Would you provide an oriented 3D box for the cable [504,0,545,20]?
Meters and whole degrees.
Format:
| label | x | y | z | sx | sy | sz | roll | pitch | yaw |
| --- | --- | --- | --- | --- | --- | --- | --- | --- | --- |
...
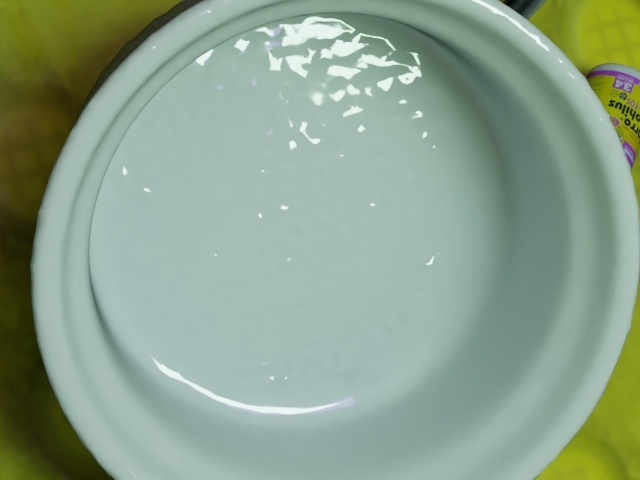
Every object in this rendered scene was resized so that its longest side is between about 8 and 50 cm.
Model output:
| label | x | y | z | sx | sy | sz | roll | pitch | yaw |
| --- | --- | --- | --- | --- | --- | --- | --- | --- | --- |
| cable | 0.081 | -0.099 | 1.035 | 0.139 | 0.072 | 0.287 | 49 | 63 | -6 |

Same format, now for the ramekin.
| label | x | y | z | sx | sy | sz | roll | pitch | yaw |
| --- | --- | --- | --- | --- | --- | --- | --- | --- | --- |
| ramekin | 0.000 | 0.000 | 0.883 | 0.277 | 0.135 | 0.277 | -3 | 105 | -10 |

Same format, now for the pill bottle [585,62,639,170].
| label | x | y | z | sx | sy | sz | roll | pitch | yaw |
| --- | --- | --- | --- | --- | --- | --- | --- | --- | --- |
| pill bottle | 0.167 | -0.060 | 1.089 | 0.043 | 0.043 | 0.083 | 29 | 67 | -19 |
